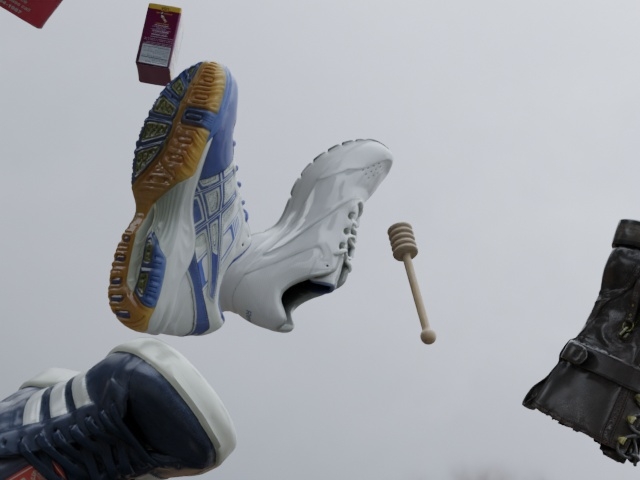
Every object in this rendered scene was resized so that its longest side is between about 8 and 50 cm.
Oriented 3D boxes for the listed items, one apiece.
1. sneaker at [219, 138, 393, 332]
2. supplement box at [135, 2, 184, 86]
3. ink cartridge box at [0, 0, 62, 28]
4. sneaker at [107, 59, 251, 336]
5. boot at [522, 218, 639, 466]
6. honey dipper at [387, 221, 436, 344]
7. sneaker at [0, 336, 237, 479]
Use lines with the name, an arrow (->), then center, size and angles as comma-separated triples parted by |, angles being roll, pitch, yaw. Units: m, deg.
sneaker -> 0.000, 0.000, 2.259 | 0.129, 0.297, 0.111 | 33, -14, 31
supplement box -> -0.192, -0.235, 2.173 | 0.043, 0.083, 0.055 | 10, -20, 2
ink cartridge box -> -0.343, -0.483, 2.155 | 0.279, 0.160, 0.384 | 32, -50, -19
sneaker -> -0.131, -0.042, 1.933 | 0.131, 0.296, 0.112 | 14, 4, -37
boot -> 0.335, 0.110, 1.732 | 0.263, 0.229, 0.091 | 16, -11, 48
honey dipper -> 0.104, 0.049, 2.021 | 0.030, 0.161, 0.030 | -8, -38, -6
sneaker -> -0.199, 0.177, 1.497 | 0.131, 0.148, 0.350 | 56, -31, -8
